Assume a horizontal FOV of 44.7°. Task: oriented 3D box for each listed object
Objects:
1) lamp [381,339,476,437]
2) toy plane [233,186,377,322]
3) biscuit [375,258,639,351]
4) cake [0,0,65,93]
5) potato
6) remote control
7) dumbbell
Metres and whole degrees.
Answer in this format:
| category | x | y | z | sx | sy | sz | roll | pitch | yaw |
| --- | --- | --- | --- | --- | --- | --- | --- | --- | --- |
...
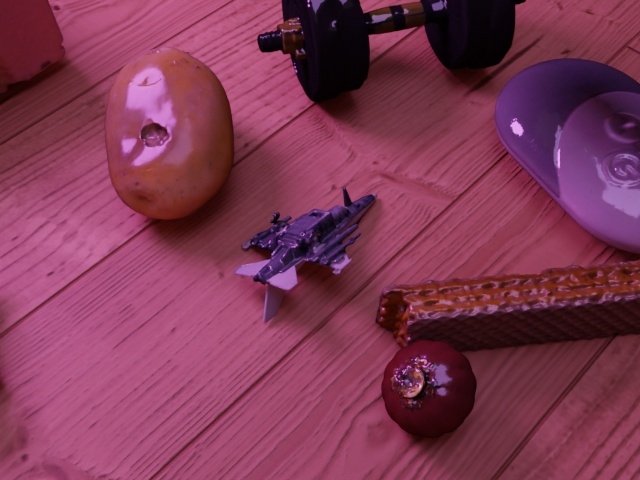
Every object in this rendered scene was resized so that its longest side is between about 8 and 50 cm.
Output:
| category | x | y | z | sx | sy | sz | roll | pitch | yaw |
| --- | --- | --- | --- | --- | --- | --- | --- | --- | --- |
| lamp | 0.111 | 0.153 | 0.803 | 0.101 | 0.090 | 0.101 | -12 | 65 | 28 |
| toy plane | -0.008 | -0.009 | 0.923 | 0.160 | 0.082 | 0.234 | 13 | 51 | 41 |
| biscuit | 0.254 | 0.071 | 0.861 | 0.378 | 0.094 | 0.054 | -5 | 55 | -5 |
| cake | -0.548 | -0.327 | 1.009 | 0.307 | 0.293 | 0.314 | -36 | 69 | -21 |
| potato | -0.182 | -0.132 | 0.969 | 0.150 | 0.146 | 0.234 | -25 | 62 | 35 |
| remote control | 0.367 | -0.115 | 0.990 | 0.221 | 0.103 | 0.332 | -25 | 57 | -20 |
| dumbbell | 0.104 | -0.305 | 1.071 | 0.388 | 0.185 | 0.185 | -14 | 56 | -10 |
